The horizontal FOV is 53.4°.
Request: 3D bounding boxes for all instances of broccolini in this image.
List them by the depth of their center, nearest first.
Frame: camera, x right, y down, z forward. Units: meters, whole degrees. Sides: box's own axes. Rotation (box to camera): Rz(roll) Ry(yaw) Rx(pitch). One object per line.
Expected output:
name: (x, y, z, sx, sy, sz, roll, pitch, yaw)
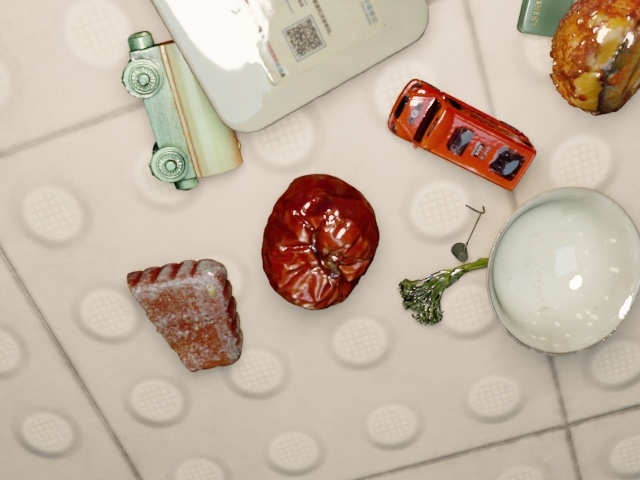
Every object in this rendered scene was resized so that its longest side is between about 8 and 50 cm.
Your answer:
broccolini: (0.297, 0.105, 1.305, 0.272, 0.062, 0.123, -15, 124, 3)

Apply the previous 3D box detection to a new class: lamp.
lamp: (0.290, -0.011, 1.248, 0.041, 0.054, 0.121, 11, 114, -5)

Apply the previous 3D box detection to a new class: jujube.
jujube: (0.000, 0.000, 1.179, 0.213, 0.213, 0.232, 20, 117, -9)

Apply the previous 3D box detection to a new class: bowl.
bowl: (0.430, 0.048, 1.212, 0.314, 0.146, 0.313, -2, 100, -12)

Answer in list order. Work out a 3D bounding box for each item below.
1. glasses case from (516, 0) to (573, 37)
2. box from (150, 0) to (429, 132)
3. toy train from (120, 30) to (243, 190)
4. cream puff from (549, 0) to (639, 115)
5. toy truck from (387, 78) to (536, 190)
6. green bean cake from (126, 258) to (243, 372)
glasses case: (0.390, -0.439, 1.066, 0.078, 0.039, 0.184, 6, 114, -3)
box: (-0.065, -0.420, 1.005, 0.397, 0.111, 0.395, -29, 112, -2)
toy train: (-0.238, -0.231, 1.124, 0.177, 0.116, 0.285, -15, 113, -7)
cream puff: (0.471, -0.323, 1.035, 0.164, 0.240, 0.240, 34, 113, 19)
toy truck: (0.250, -0.187, 1.136, 0.253, 0.114, 0.107, 23, 113, -11)
green bean cake: (-0.266, 0.153, 1.294, 0.199, 0.097, 0.232, -13, 113, 4)
